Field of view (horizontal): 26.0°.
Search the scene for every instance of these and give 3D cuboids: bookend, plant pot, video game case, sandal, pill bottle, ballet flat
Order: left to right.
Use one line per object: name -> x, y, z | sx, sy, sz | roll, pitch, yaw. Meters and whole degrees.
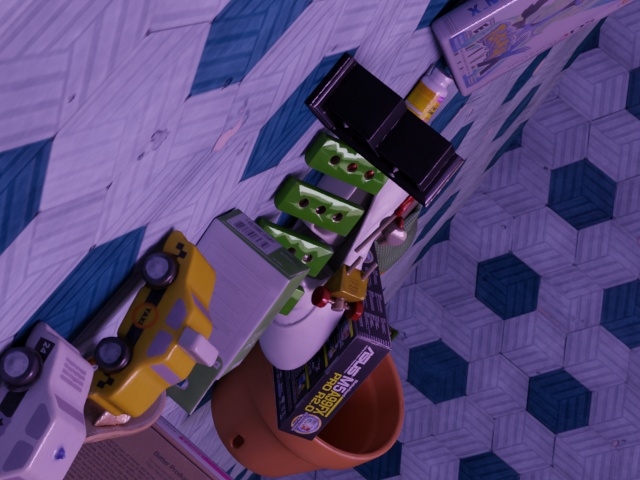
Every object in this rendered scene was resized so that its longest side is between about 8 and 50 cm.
sandal -> -0.222, 0.154, 1.423 | 0.240, 0.088, 0.079 | -24, 146, -58
plant pot -> -0.038, 0.253, 2.226 | 0.203, 0.291, 0.291 | -37, -179, 36
ballet flat -> 0.000, 0.000, 1.841 | 0.400, 0.139, 0.139 | -58, 170, 18
bookend -> 0.075, -0.118, 1.531 | 0.072, 0.157, 0.156 | -51, 172, 1
pill bottle -> 0.149, -0.201, 1.939 | 0.083, 0.043, 0.043 | -53, 171, 18
video game case -> 0.302, -0.312, 1.867 | 0.300, 0.036, 0.329 | -30, 169, 6

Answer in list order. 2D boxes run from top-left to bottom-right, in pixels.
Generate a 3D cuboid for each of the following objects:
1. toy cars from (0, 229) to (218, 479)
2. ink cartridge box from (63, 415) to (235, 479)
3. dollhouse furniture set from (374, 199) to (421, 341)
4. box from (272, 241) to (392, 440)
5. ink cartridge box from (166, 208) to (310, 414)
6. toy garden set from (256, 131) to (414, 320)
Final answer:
toy cars -> -0.197, 0.134, 1.286 | 0.394, 0.087, 0.176 | -39, 144, -51
ink cartridge box -> -0.214, 0.314, 1.628 | 0.193, 0.235, 0.088 | -50, 172, 1
dollhouse furniture set -> 0.140, 0.075, 2.708 | 0.301, 0.151, 0.197 | -47, 171, -21
box -> 0.007, 0.118, 1.996 | 0.216, 0.060, 0.270 | -52, -151, 32
ink cartridge box -> -0.117, 0.079, 1.545 | 0.209, 0.109, 0.062 | -54, 170, 22
toy garden set -> 0.013, -0.011, 1.728 | 0.244, 0.204, 0.049 | -53, -144, 22
